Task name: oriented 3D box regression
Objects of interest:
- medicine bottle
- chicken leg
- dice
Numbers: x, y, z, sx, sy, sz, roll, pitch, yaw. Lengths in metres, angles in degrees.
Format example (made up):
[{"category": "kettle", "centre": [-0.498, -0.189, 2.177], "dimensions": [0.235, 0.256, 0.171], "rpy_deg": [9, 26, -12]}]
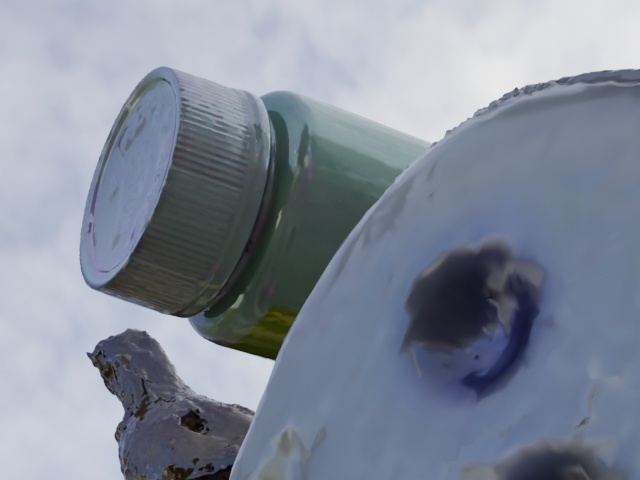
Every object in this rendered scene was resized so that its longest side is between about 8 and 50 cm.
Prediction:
[{"category": "medicine bottle", "centre": [0.000, 0.000, 0.980], "dimensions": [0.225, 0.139, 0.139], "rpy_deg": [19, -52, -24]}, {"category": "chicken leg", "centre": [-0.023, 0.142, 1.139], "dimensions": [0.322, 0.177, 0.083], "rpy_deg": [13, -54, 15]}, {"category": "dice", "centre": [0.101, 0.085, 0.387], "dimensions": [0.194, 0.192, 0.193], "rpy_deg": [27, -98, -40]}]
